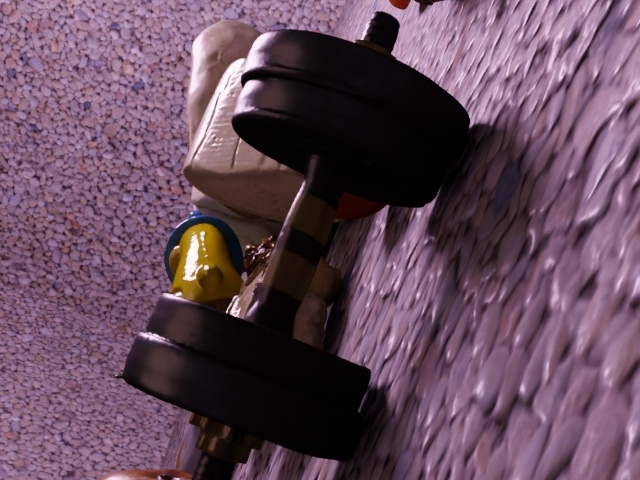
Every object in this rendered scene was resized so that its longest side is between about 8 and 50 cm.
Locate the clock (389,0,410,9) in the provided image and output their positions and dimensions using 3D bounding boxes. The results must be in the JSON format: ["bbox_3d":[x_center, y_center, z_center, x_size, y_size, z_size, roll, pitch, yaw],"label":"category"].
[{"bbox_3d":[0.141,-0.395,1.486,0.205,0.051,0.205,-158,90,-85],"label":"clock"}]

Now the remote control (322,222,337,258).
[{"bbox_3d":[0.000,0.000,1.506,0.063,0.025,0.245,129,162,-84],"label":"remote control"}]

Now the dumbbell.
[{"bbox_3d":[-0.015,0.006,0.872,0.185,0.185,0.388,150,141,-81],"label":"dumbbell"}]

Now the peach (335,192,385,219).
[{"bbox_3d":[0.037,-0.071,1.110,0.101,0.101,0.101,-159,90,-84],"label":"peach"}]

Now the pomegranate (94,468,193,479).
[{"bbox_3d":[-0.157,0.309,1.073,0.207,0.207,0.207,-159,90,-84],"label":"pomegranate"}]

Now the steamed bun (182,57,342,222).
[{"bbox_3d":[-0.030,-0.121,1.386,0.250,0.155,0.200,8,70,39],"label":"steamed bun"}]

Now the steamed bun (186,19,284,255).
[{"bbox_3d":[-0.091,-0.154,1.863,0.339,0.247,0.352,95,170,-65],"label":"steamed bun"}]

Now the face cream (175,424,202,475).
[{"bbox_3d":[-0.142,0.256,1.646,0.291,0.071,0.144,120,172,-54],"label":"face cream"}]

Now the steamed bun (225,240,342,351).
[{"bbox_3d":[-0.049,0.104,1.211,0.192,0.106,0.177,-55,9,32],"label":"steamed bun"}]

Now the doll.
[{"bbox_3d":[-0.133,0.080,1.479,0.363,0.145,0.199,-109,15,-47],"label":"doll"}]

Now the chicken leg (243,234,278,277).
[{"bbox_3d":[-0.076,0.069,1.653,0.085,0.101,0.207,-36,-26,-37],"label":"chicken leg"}]

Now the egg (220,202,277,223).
[{"bbox_3d":[-0.059,-0.128,1.585,0.245,0.203,0.203,-47,-11,-43],"label":"egg"}]

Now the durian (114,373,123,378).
[{"bbox_3d":[-0.162,0.164,1.734,0.132,0.106,0.375,-23,0,30],"label":"durian"}]

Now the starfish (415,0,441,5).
[{"bbox_3d":[0.135,-0.271,0.997,0.190,0.074,0.146,154,138,-81],"label":"starfish"}]
